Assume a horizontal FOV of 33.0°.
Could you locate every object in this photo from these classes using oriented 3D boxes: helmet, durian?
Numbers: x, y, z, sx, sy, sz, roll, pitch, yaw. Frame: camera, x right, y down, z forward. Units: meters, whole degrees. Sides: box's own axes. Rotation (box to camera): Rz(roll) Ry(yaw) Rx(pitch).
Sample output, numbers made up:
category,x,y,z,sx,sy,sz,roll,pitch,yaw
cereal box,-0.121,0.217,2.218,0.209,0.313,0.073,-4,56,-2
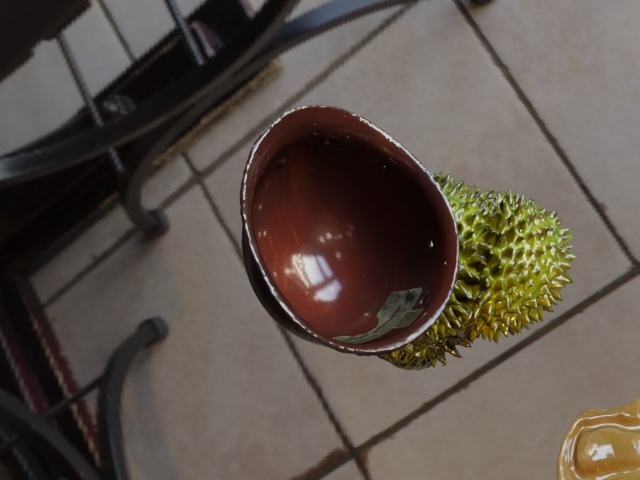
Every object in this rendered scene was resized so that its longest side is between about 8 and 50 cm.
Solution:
category,x,y,z,sx,sy,sz,roll,pitch,yaw
helmet,0.000,0.000,0.759,0.175,0.155,0.106,55,152,-7
durian,0.136,0.024,1.236,0.291,0.291,0.225,-24,77,25

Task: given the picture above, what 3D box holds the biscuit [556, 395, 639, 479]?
category,x,y,z,sx,sy,sz,roll,pitch,yaw
biscuit,0.340,0.174,0.811,0.312,0.057,0.351,-32,38,-3
